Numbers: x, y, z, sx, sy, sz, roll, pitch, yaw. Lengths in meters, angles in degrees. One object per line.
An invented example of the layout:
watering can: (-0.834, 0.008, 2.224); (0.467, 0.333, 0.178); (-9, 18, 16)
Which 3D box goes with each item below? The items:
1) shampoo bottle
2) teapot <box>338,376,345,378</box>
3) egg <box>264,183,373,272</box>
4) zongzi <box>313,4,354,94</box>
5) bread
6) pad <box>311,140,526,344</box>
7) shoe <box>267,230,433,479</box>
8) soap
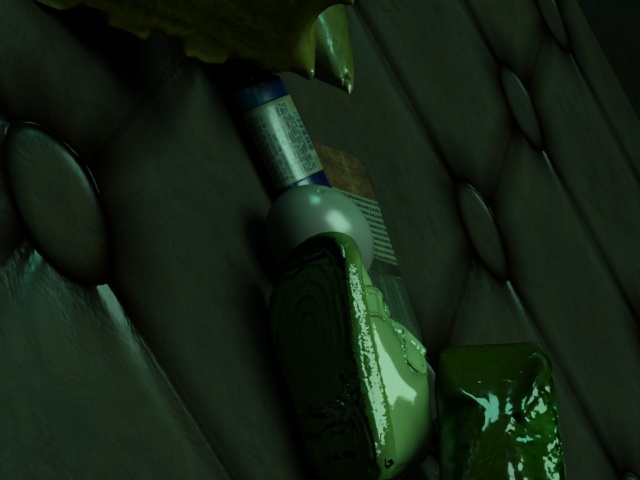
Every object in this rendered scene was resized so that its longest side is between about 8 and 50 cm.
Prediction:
shampoo bottle: (-0.045, -0.113, 2.104); (0.183, 0.050, 0.087); (65, 24, -2)
teapot: (0.038, 0.149, 2.026); (0.100, 0.045, 0.068); (53, 23, -32)
egg: (0.000, 0.000, 2.014); (0.135, 0.103, 0.103); (46, 28, -44)
zongzi: (-0.065, -0.302, 2.062); (0.274, 0.145, 0.300); (51, 7, -26)
bread: (0.186, 0.290, 1.974); (0.366, 0.129, 0.382); (-78, 160, -74)
pad: (0.109, 0.005, 2.333); (0.323, 0.055, 0.250); (-2, 67, -48)
shoe: (0.026, 0.126, 1.917); (0.128, 0.140, 0.262); (10, 63, -53)
soap: (-0.115, -0.334, 1.881); (0.293, 0.156, 0.335); (18, 43, -14)
